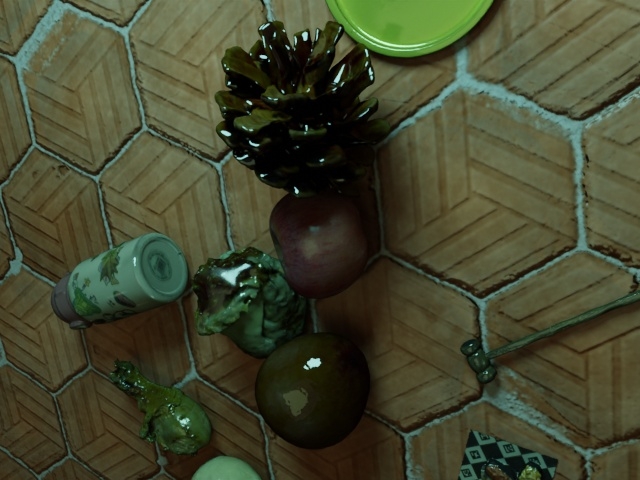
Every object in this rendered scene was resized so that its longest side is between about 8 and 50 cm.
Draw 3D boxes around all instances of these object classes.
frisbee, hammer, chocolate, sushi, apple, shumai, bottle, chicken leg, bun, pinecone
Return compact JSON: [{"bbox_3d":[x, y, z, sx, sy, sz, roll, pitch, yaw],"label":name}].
[{"bbox_3d":[0.105,-0.339,0.707,0.235,0.017,0.236,8,110,23],"label":"frisbee"},{"bbox_3d":[0.315,0.105,0.748,0.292,0.029,0.058,-30,93,28],"label":"hammer"},{"bbox_3d":[-0.003,0.212,0.856,0.176,0.176,0.177,8,109,23],"label":"chocolate"},{"bbox_3d":[0.259,0.344,0.847,0.126,0.026,0.120,14,112,22],"label":"sushi"},{"bbox_3d":[0.000,0.000,0.795,0.120,0.153,0.153,-16,101,-9],"label":"apple"},{"bbox_3d":[-0.113,0.102,0.882,0.184,0.142,0.184,8,107,26],"label":"shumai"},{"bbox_3d":[-0.349,0.078,1.000,0.253,0.120,0.120,-21,97,30],"label":"bottle"},{"bbox_3d":[-0.291,0.302,1.063,0.227,0.088,0.103,30,130,10],"label":"chicken leg"},{"bbox_3d":[-0.160,0.478,1.042,0.164,0.111,0.188,-7,100,24],"label":"bun"},{"bbox_3d":[-0.017,-0.153,0.703,0.202,0.229,0.201,15,120,16],"label":"pinecone"}]
